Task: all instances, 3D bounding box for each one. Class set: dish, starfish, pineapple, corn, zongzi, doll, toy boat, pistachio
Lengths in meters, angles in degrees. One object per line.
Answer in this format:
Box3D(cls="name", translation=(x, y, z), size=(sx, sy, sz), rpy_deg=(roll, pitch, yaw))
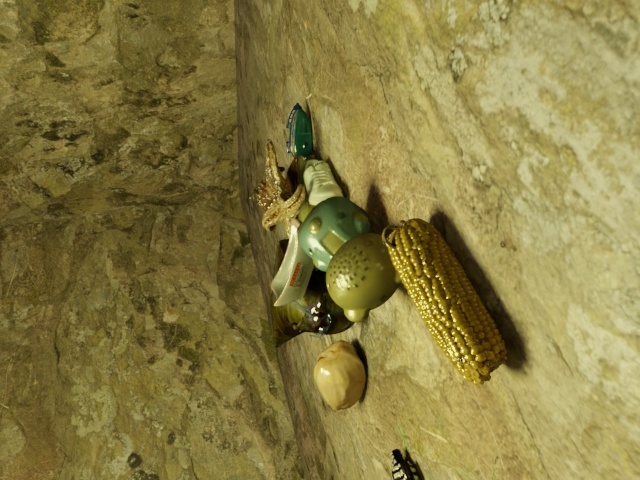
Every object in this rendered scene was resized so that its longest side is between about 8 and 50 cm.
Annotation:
Box3D(cls="dish", translation=(-0.062, 0.059, 1.125), size=(0.151, 0.077, 0.212), rpy_deg=(-124, 51, -72))
Box3D(cls="starfish", translation=(-0.116, -0.129, 1.321), size=(0.312, 0.113, 0.303), rpy_deg=(100, 148, -50))
Box3D(cls="pineapple", translation=(-0.187, -0.178, 1.712), size=(0.166, 0.193, 0.166), rpy_deg=(172, 90, -71))
Box3D(cls="corn", translation=(0.193, 0.081, 0.681), size=(0.106, 0.106, 0.293), rpy_deg=(98, 155, -47))
Box3D(cls="zongzi", translation=(-0.047, 0.257, 1.332), size=(0.403, 0.208, 0.432), rpy_deg=(-131, 51, -59))
Box3D(cls="doll", translation=(0.211, 0.573, 0.966), size=(0.219, 0.067, 0.091), rpy_deg=(-116, 18, -61))
Box3D(cls="doll", translation=(0.069, 0.033, 0.938), size=(0.177, 0.161, 0.260), rpy_deg=(-46, 54, 15))
Box3D(cls="toy boat", translation=(-0.082, -0.360, 1.415), size=(0.110, 0.091, 0.175), rpy_deg=(25, 120, 52))
Box3D(cls="pistachio", translation=(0.061, 0.404, 1.287), size=(0.157, 0.157, 0.229), rpy_deg=(-121, 21, -53))

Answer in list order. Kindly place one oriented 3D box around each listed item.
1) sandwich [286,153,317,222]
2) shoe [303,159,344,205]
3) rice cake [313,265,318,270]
Box3D(cls="sandwich", translation=(-0.054, -0.171, 1.428), size=(0.096, 0.094, 0.258), rpy_deg=(-132, 37, -55))
Box3D(cls="shoe", translation=(-0.002, -0.171, 1.242), size=(0.265, 0.095, 0.110), rpy_deg=(-136, 40, -69))
Box3D(cls="rice cake", translation=(0.000, 0.000, 1.287), size=(0.226, 0.040, 0.085), rpy_deg=(-78, -13, -65))
